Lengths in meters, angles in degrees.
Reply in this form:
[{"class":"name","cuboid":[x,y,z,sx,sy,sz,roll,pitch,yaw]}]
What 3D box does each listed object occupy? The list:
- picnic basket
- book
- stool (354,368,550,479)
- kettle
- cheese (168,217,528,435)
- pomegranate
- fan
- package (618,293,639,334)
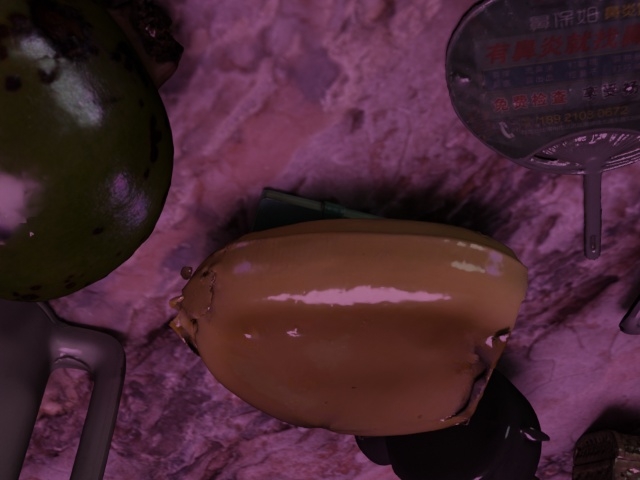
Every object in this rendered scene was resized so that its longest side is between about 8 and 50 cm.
[{"class":"picnic basket","cuboid":[0.402,0.300,1.021,0.196,0.154,0.134,8,161,-3]},{"class":"book","cuboid":[0.000,0.000,0.854,0.135,0.017,0.103,13,137,-8]},{"class":"stool","cuboid":[0.152,0.216,0.986,0.139,0.153,0.228,44,167,-36]},{"class":"kettle","cuboid":[-0.364,0.195,0.874,0.265,0.318,0.205,-12,133,16]},{"class":"cheese","cuboid":[0.015,0.081,0.843,0.316,0.128,0.259,3,129,-4]},{"class":"pomegranate","cuboid":[-0.215,-0.088,0.643,0.270,0.254,0.254,-40,129,-9]},{"class":"fan","cuboid":[0.244,-0.111,0.722,0.223,0.012,0.294,-30,125,30]},{"class":"package","cuboid":[0.388,0.038,0.836,0.171,0.027,0.173,2,138,-6]}]
